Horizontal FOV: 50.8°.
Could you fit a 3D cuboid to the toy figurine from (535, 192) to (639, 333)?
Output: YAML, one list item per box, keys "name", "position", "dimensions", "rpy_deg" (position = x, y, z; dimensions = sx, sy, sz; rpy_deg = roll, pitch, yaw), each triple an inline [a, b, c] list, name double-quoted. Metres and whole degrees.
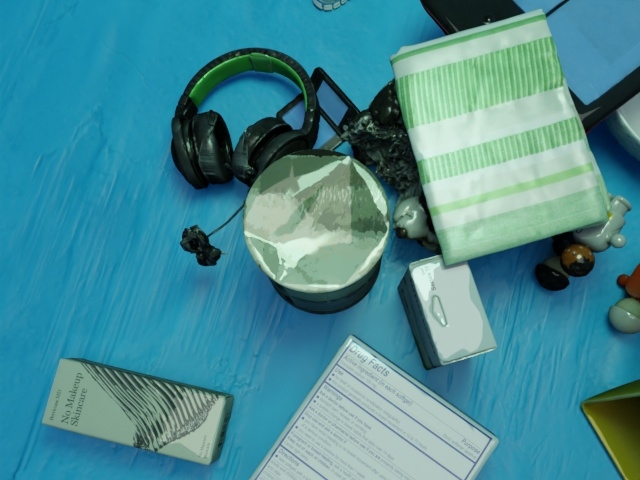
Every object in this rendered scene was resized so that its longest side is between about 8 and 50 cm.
- name: "toy figurine"
  position: [0.456, 0.043, 1.040]
  dimensions: [0.213, 0.209, 0.148]
  rpy_deg: [34, 87, 9]

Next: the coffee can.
- name: "coffee can"
  position: [0.000, 0.000, 1.033]
  dimensions: [0.202, 0.275, 0.201]
  rpy_deg: [0, 78, 2]

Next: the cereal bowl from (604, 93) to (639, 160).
- name: "cereal bowl"
  position: [0.613, -0.253, 1.100]
  dimensions: [0.339, 0.141, 0.339]
  rpy_deg: [-1, 81, 4]

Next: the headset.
- name: "headset"
  position: [-0.144, -0.150, 1.105]
  dimensions: [0.243, 0.185, 0.394]
  rpy_deg: [9, 75, 13]

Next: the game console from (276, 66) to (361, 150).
- name: "game console"
  position: [-0.005, -0.221, 1.186]
  dimensions: [0.071, 0.107, 0.122]
  rpy_deg: [-33, 78, -33]

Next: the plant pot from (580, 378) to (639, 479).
- name: "plant pot"
  position: [0.562, 0.283, 0.995]
  dimensions: [0.187, 0.212, 0.212]
  rpy_deg: [-25, 78, -16]

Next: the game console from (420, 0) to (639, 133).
- name: "game console"
  position: [0.396, -0.370, 1.031]
  dimensions: [0.386, 0.060, 0.342]
  rpy_deg: [-37, 82, -2]

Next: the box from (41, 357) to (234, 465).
- name: "box"
  position: [-0.286, 0.271, 1.080]
  dimensions: [0.275, 0.094, 0.113]
  rpy_deg: [11, 80, 4]

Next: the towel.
- name: "towel"
  position: [0.251, -0.150, 0.963]
  dimensions: [0.248, 0.038, 0.324]
  rpy_deg: [-15, 82, 0]

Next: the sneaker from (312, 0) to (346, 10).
- name: "sneaker"
  position: [0.068, -0.500, 1.234]
  dimensions: [0.191, 0.083, 0.071]
  rpy_deg: [-38, 78, -7]

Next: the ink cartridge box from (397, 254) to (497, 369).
- name: "ink cartridge box"
  position: [0.187, 0.113, 1.035]
  dimensions: [0.087, 0.208, 0.153]
  rpy_deg: [-17, 78, -1]

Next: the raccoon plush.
- name: "raccoon plush"
  position: [0.257, -0.175, 1.106]
  dimensions: [0.446, 0.216, 0.299]
  rpy_deg: [-43, 88, -7]

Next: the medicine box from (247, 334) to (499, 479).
- name: "medicine box"
  position: [0.072, 0.335, 1.024]
  dimensions: [0.263, 0.149, 0.289]
  rpy_deg: [35, 81, 9]
